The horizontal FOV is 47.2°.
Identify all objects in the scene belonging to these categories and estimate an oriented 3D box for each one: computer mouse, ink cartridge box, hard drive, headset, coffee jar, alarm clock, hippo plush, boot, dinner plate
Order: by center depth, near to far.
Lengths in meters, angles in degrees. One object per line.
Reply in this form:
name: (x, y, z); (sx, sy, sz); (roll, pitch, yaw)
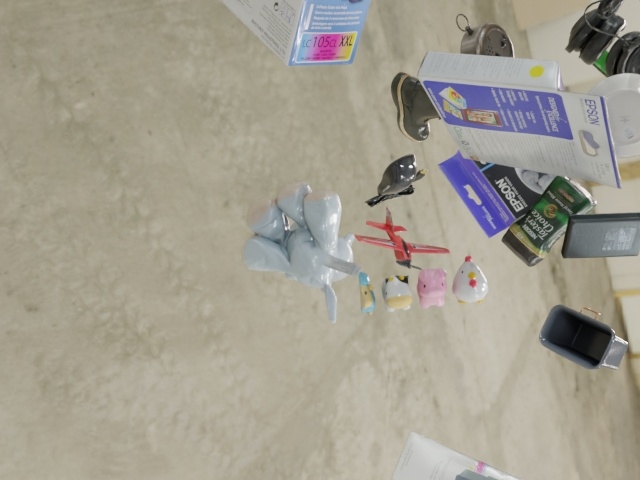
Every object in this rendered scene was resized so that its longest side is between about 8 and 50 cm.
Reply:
dinner plate: (0.500, -0.203, 1.205); (0.017, 0.141, 0.141); (-44, 120, -59)
ink cartridge box: (-0.019, -0.530, 1.223); (0.151, 0.270, 0.395); (-14, 138, -32)
ink cartridge box: (0.356, -0.207, 1.260); (0.303, 0.307, 0.072); (43, 65, -55)
hard drive: (0.510, -0.008, 1.317); (0.022, 0.135, 0.094); (-90, 177, -48)
coffee jar: (0.453, -0.038, 1.464); (0.096, 0.184, 0.079); (46, 23, 19)
ink cartridge box: (0.391, -0.139, 1.559); (0.206, 0.208, 0.045); (58, -6, 20)
ink cartridge box: (0.348, 0.545, 1.562); (0.119, 0.354, 0.207); (-63, 155, -16)
alarm clock: (0.356, -0.420, 1.594); (0.192, 0.064, 0.129); (39, 64, -26)
hippo plush: (0.000, 0.000, 1.600); (0.234, 0.294, 0.236); (-64, 159, 9)
boot: (0.238, -0.271, 1.609); (0.077, 0.137, 0.198); (-53, 143, -12)
headset: (0.684, -0.454, 1.642); (0.243, 0.185, 0.394); (46, 14, 29)
computer mouse: (0.243, -0.166, 2.054); (0.184, 0.262, 0.060); (-23, 74, -23)

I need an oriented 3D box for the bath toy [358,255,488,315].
bath toy: (0.276, 0.119, 1.950); (0.151, 0.348, 0.129); (-107, -169, -72)

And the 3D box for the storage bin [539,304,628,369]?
storage bin: (0.489, 0.177, 1.336); (0.091, 0.135, 0.098); (21, 94, -39)

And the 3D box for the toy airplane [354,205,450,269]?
toy airplane: (0.111, -0.001, 1.092); (0.151, 0.151, 0.028); (-37, 151, -55)
